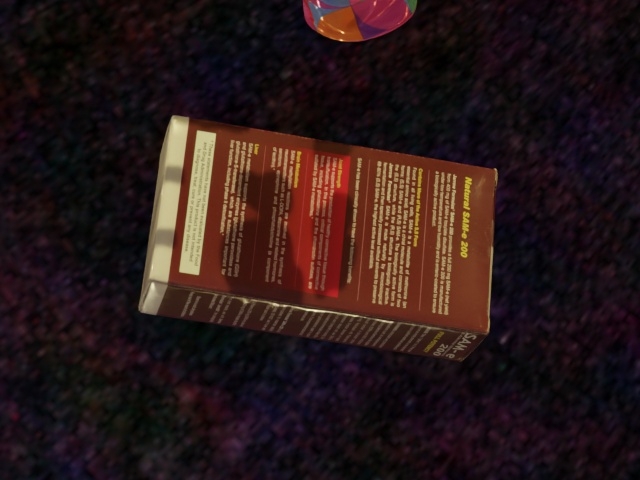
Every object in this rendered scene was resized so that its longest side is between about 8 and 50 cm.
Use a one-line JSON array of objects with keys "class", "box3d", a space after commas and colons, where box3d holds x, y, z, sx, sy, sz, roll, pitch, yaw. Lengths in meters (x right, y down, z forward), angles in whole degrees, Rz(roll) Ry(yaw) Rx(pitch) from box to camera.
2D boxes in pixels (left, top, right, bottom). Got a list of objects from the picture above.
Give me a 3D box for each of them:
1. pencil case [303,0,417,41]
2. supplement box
[{"class": "pencil case", "box3d": [0.009, -0.263, 1.308, 0.104, 0.104, 0.236, 10, 140, 25]}, {"class": "supplement box", "box3d": [0.000, 0.000, 1.240, 0.239, 0.130, 0.073, 10, 157, -8]}]
